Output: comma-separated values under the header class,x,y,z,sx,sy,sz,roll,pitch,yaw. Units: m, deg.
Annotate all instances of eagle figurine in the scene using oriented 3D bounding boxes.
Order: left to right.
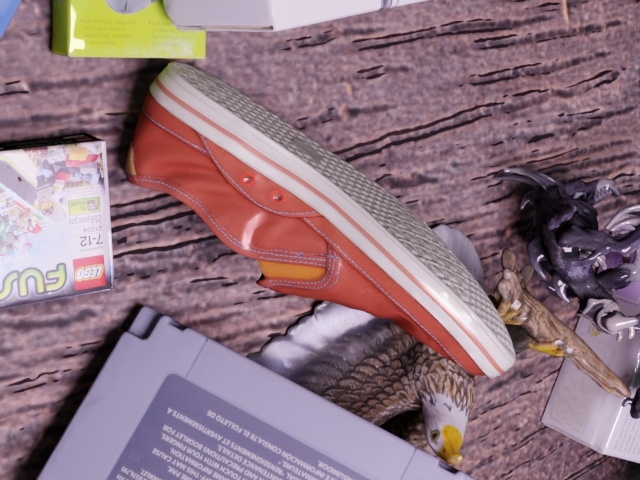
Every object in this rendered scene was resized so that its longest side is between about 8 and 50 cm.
class,x,y,z,sx,sy,sz,roll,pitch,yaw
eagle figurine,0.074,0.140,0.913,0.298,0.225,0.226,-40,79,15

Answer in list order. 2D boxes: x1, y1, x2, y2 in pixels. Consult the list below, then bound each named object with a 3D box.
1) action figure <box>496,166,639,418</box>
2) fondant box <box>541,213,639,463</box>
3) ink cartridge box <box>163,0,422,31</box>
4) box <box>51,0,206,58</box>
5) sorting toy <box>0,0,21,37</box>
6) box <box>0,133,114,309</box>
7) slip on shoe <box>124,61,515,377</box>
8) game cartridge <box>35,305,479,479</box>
class,x,y,z,sx,sy,sz,roll,pitch,yaw
action figure,0.277,0.029,0.962,0.141,0.164,0.275,-31,84,-9
fondant box,0.416,0.130,1.154,0.330,0.096,0.238,19,92,-35
ink cartridge box,0.018,-0.265,0.761,0.273,0.114,0.196,-21,113,-39
box,-0.132,-0.218,0.751,0.109,0.042,0.178,-6,105,-33
sorting toy,-0.321,-0.232,0.625,0.196,0.047,0.347,-51,122,-12
box,-0.247,-0.006,0.734,0.207,0.036,0.114,-11,108,-30
slip on shoe,0.000,0.000,0.789,0.331,0.123,0.101,35,106,-1
game cartridge,-0.052,0.198,0.783,0.297,0.062,0.198,27,81,11
